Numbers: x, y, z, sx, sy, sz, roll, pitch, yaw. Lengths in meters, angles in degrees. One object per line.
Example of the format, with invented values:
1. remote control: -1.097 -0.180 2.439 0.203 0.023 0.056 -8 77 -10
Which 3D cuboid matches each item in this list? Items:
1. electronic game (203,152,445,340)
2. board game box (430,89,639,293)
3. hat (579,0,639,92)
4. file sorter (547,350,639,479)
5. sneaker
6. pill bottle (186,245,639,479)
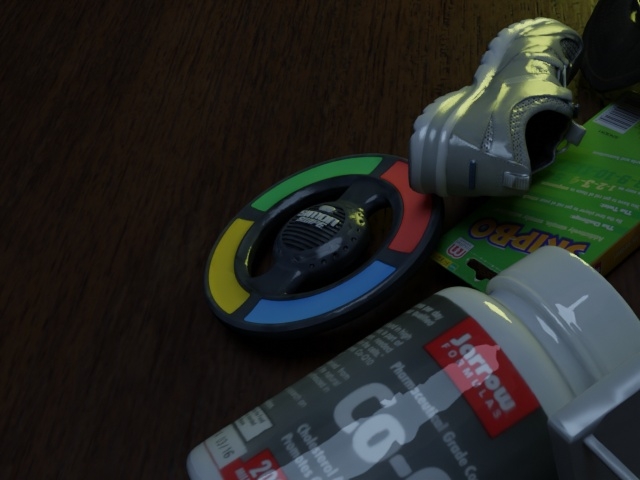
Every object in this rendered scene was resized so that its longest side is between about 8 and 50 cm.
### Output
1. electronic game: 0.000 0.000 0.887 0.229 0.048 0.229 -19 35 14
2. board game box: 0.224 -0.031 0.851 0.259 0.039 0.124 -35 42 -18
3. hat: 0.378 -0.236 0.891 0.331 0.134 0.331 -56 9 14
4. file sorter: 0.296 0.124 0.542 0.277 0.193 0.173 -33 45 -12
5. sneaker: 0.186 -0.108 0.889 0.115 0.105 0.281 19 43 26
6. pill bottle: 0.071 0.131 0.651 0.283 0.161 0.161 -32 42 -10
